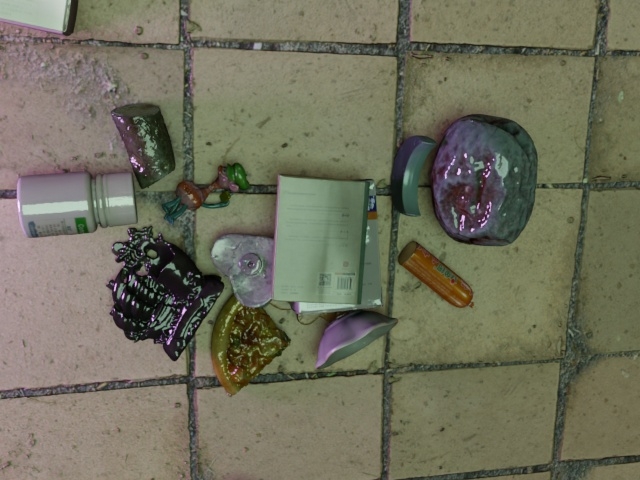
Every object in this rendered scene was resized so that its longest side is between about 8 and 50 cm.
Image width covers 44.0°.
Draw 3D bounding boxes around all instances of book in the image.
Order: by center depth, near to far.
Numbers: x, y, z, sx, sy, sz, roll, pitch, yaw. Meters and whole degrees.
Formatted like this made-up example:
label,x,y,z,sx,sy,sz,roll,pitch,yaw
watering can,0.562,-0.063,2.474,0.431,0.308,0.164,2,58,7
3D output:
label,x,y,z,sx,sy,sz,roll,pitch,yaw
book,0.000,0.000,1.762,0.215,0.025,0.282,5,93,-12

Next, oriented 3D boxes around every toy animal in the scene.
label,x,y,z,sx,sy,sz,roll,pitch,yaw
toy animal,-0.259,-0.099,1.784,0.208,0.100,0.103,-31,131,-13

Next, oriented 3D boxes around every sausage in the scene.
label,x,y,z,sx,sy,sz,roll,pitch,yaw
sausage,0.298,0.095,1.961,0.234,0.071,0.071,37,93,-18

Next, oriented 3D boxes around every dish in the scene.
label,x,y,z,sx,sy,sz,roll,pitch,yaw
dish,0.071,0.220,1.900,0.229,0.229,0.081,-30,76,-4

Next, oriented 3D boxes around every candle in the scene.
label,x,y,z,sx,sy,sz,roll,pitch,yaw
candle,-0.151,0.054,1.826,0.169,0.068,0.192,-36,89,-1

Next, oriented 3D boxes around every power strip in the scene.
label,x,y,z,sx,sy,sz,roll,pitch,yaw
power strip,0.209,-0.143,1.848,0.044,0.137,0.215,6,108,-20

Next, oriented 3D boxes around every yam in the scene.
label,x,y,z,sx,sy,sz,roll,pitch,yaw
yam,-0.376,-0.209,1.723,0.107,0.107,0.183,-17,110,-8

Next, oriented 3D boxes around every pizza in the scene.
label,x,y,z,sx,sy,sz,roll,pitch,yaw
pizza,-0.164,0.247,1.901,0.197,0.058,0.292,9,101,-15

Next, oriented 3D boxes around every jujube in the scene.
label,x,y,z,sx,sy,sz,roll,pitch,yaw
jujube,0.380,-0.130,1.843,0.247,0.215,0.307,21,115,20

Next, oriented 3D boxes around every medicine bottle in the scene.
label,x,y,z,sx,sy,sz,roll,pitch,yaw
medicine bottle,-0.519,-0.082,1.702,0.237,0.139,0.139,-7,105,-13

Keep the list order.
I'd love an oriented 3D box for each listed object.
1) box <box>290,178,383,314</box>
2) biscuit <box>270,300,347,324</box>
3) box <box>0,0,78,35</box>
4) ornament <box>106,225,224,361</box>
label,x,y,z,sx,sy,sz,roll,pitch,yaw
box,0.027,0.012,1.835,0.200,0.106,0.299,-4,93,-13
biscuit,-0.037,0.109,1.907,0.249,0.035,0.184,17,96,-16
box,-0.611,-0.473,1.547,0.252,0.203,0.106,10,100,-15
ornament,-0.382,0.114,1.808,0.260,0.106,0.251,31,93,-12
